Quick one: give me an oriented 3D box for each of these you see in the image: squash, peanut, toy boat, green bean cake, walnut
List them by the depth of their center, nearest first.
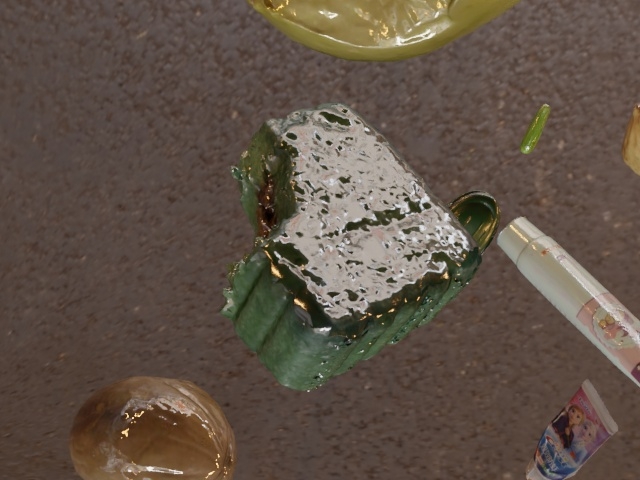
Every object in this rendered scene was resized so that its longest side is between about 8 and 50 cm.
[{"bbox_3d":[-0.155,0.193,0.978,0.140,0.162,0.140,39,45,-55],"label":"walnut"},{"bbox_3d":[0.000,0.000,1.297,0.300,0.169,0.308,-23,67,-39],"label":"green bean cake"},{"bbox_3d":[0.216,0.006,1.725,0.104,0.052,0.210,33,112,-9],"label":"toy boat"},{"bbox_3d":[0.356,-0.185,1.733,0.027,0.027,0.089,17,105,-19],"label":"squash"},{"bbox_3d":[0.623,-0.192,1.944,0.109,0.159,0.140,10,37,6],"label":"peanut"}]

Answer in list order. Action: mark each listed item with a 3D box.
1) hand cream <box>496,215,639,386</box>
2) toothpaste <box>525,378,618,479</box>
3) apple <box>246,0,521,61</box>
[{"bbox_3d":[0.332,0.095,1.236,0.085,0.058,0.331,-10,48,-38],"label":"hand cream"},{"bbox_3d":[0.411,0.333,1.730,0.061,0.266,0.096,-13,57,-23],"label":"toothpaste"},{"bbox_3d":[0.040,-0.251,0.617,0.279,0.279,0.279,5,76,-22],"label":"apple"}]
